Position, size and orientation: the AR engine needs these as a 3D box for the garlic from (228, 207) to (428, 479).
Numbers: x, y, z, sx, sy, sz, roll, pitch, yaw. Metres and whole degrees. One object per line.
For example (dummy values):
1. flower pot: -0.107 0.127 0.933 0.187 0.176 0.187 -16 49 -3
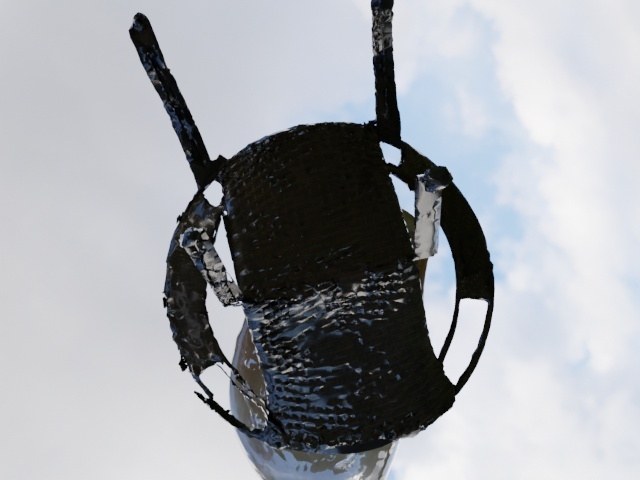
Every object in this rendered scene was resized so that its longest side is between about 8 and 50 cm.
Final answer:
1. garlic: 0.008 0.095 0.975 0.143 0.318 0.112 22 -141 15

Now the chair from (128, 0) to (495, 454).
1. chair: 0.000 0.000 0.612 0.213 0.174 0.149 78 178 -46
